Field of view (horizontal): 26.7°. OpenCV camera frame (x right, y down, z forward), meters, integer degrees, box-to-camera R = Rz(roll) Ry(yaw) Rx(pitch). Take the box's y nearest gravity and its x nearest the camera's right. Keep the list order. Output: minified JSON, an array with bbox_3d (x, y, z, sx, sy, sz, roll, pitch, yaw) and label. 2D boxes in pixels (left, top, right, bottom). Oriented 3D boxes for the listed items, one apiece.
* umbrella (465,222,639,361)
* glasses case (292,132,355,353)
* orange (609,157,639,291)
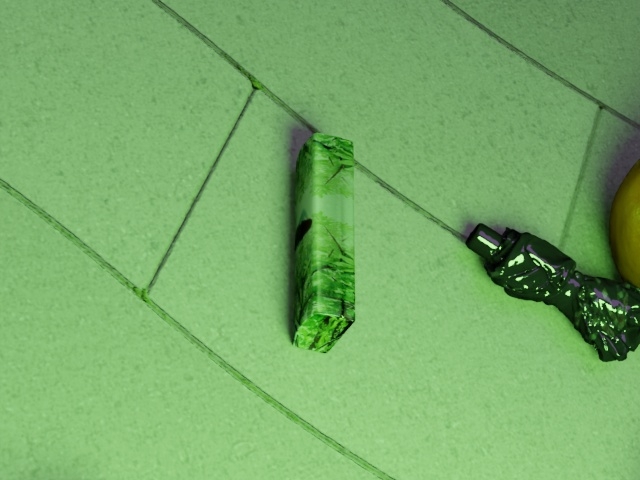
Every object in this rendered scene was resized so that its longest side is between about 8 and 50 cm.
[{"bbox_3d":[0.322,0.060,1.848,0.272,0.110,0.122,30,51,-1],"label":"umbrella"},{"bbox_3d":[0.000,0.000,1.721,0.062,0.095,0.272,13,55,-18],"label":"glasses case"},{"bbox_3d":[0.564,-0.015,1.893,0.312,0.312,0.312,13,55,-20],"label":"orange"}]
